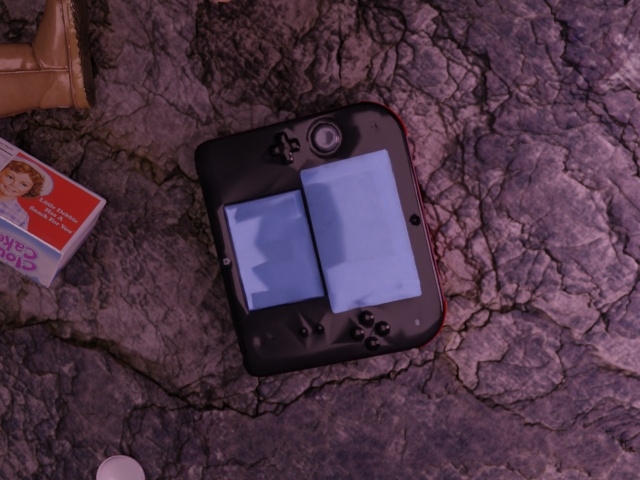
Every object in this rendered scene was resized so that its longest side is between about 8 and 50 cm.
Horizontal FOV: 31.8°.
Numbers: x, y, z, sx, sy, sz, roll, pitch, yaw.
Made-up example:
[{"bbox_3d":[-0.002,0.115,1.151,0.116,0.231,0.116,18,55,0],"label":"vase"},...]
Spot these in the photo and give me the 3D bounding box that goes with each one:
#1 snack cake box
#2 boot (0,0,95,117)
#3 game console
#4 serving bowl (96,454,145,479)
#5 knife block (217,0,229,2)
[{"bbox_3d":[-0.491,-0.062,1.756,0.264,0.152,0.089,31,129,-3],"label":"snack cake box"},{"bbox_3d":[-0.505,-0.304,1.780,0.270,0.089,0.236,-4,95,3],"label":"boot"},{"bbox_3d":[0.000,0.000,1.745,0.342,0.060,0.386,-12,92,11],"label":"game console"},{"bbox_3d":[-0.326,0.392,1.856,0.083,0.027,0.083,1,96,10],"label":"serving bowl"},{"bbox_3d":[-0.208,-0.517,1.682,0.276,0.088,0.242,36,114,29],"label":"knife block"}]
